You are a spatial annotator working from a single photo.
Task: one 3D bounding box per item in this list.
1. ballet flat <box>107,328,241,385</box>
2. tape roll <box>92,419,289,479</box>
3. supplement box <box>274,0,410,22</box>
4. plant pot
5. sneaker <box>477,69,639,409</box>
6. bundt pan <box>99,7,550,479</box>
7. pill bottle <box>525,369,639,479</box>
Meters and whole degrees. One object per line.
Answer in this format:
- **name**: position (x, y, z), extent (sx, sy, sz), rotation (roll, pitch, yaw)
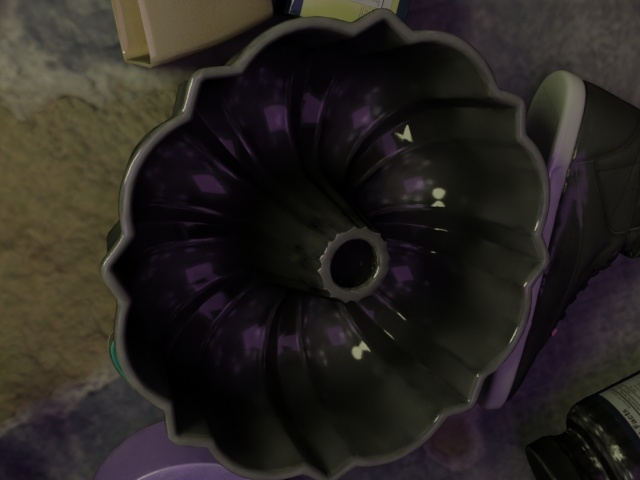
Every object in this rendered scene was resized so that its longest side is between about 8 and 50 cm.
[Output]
- **ballet flat**: position (-0.083, 0.126, 0.660), extent (0.213, 0.068, 0.072), rotation (35, 107, -13)
- **tape roll**: position (-0.113, 0.257, 0.686), extent (0.189, 0.080, 0.188), rotation (-3, 107, -10)
- **supplement box**: position (0.017, -0.184, 0.574), extent (0.083, 0.083, 0.056), rotation (11, 104, -14)
- **plant pot**: position (-0.093, -0.185, 0.546), extent (0.096, 0.109, 0.109), rotation (-14, 109, -20)
- **sneaker**: position (0.226, 0.017, 0.665), extent (0.147, 0.104, 0.295), rotation (12, 100, -9)
- **bundt pan**: position (0.000, 0.000, 0.571), extent (0.331, 0.124, 0.330), rotation (-7, 108, -22)
- **pill bottle**: position (0.311, 0.185, 0.726), extent (0.219, 0.123, 0.122), rotation (-26, 110, -2)
